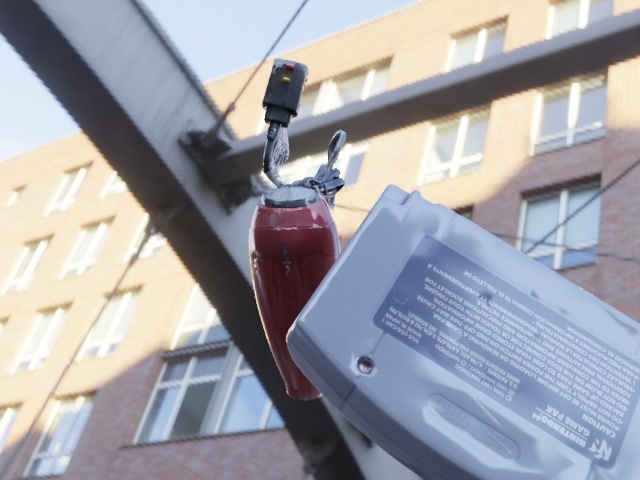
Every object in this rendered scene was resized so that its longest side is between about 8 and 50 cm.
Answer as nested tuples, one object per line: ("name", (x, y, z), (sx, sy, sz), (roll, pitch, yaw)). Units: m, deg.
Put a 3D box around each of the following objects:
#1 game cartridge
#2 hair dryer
("game cartridge", (0.131, 0.099, 0.724), (0.294, 0.196, 0.060), (32, -39, 5))
("hair dryer", (0.000, 0.000, 0.892), (0.080, 0.293, 0.223), (0, -20, 19))
